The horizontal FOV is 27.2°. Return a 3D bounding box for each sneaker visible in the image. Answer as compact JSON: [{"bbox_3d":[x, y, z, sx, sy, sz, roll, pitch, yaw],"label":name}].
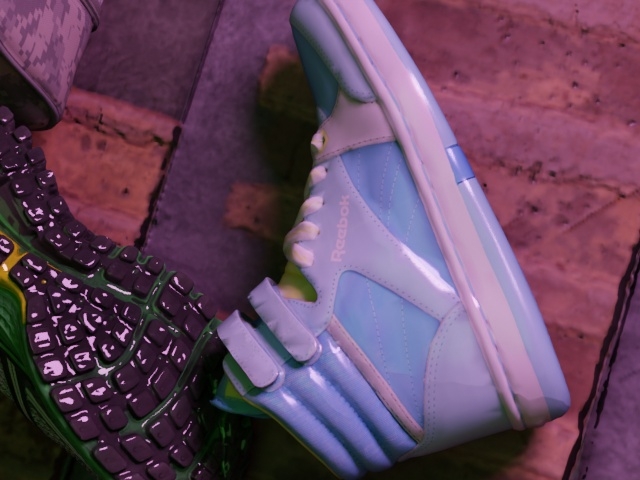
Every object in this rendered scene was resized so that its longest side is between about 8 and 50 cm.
[{"bbox_3d":[0.000,0.000,0.826,0.208,0.127,0.319,-26,75,6],"label":"sneaker"},{"bbox_3d":[-0.178,0.054,0.891,0.134,0.146,0.343,-37,82,-35],"label":"sneaker"}]

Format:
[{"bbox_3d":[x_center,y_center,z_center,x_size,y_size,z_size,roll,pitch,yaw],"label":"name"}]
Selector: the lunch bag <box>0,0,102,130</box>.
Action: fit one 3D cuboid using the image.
[{"bbox_3d":[-0.298,-0.244,0.922,0.305,0.212,0.256,10,68,17],"label":"lunch bag"}]
